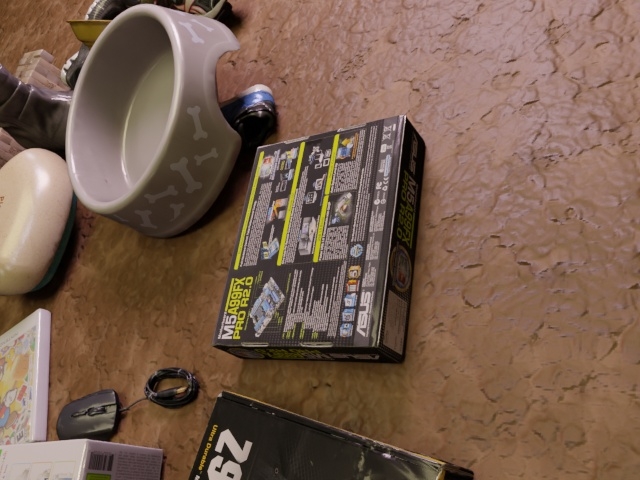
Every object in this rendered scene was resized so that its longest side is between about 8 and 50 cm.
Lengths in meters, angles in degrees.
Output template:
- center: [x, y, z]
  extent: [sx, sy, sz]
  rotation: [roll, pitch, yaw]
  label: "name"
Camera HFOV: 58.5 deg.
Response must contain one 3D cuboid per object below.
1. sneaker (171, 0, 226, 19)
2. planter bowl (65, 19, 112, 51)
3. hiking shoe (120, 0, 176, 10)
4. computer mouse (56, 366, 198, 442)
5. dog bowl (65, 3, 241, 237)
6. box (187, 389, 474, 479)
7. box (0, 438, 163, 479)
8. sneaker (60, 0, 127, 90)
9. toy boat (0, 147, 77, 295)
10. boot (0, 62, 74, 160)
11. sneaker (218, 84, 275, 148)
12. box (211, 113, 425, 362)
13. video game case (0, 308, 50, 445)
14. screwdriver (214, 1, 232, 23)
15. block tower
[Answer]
- center: [-0.219, -0.432, 1.008]
  extent: [0.178, 0.077, 0.071]
  rotation: [2, 61, 51]
  label: "sneaker"
- center: [-0.338, -0.345, 1.034]
  extent: [0.217, 0.217, 0.090]
  rotation: [18, 115, 40]
  label: "planter bowl"
- center: [-0.291, -0.510, 1.104]
  extent: [0.227, 0.114, 0.086]
  rotation: [-39, 50, 12]
  label: "hiking shoe"
- center: [-0.259, 0.214, 0.737]
  extent: [0.242, 0.041, 0.071]
  rotation: [-26, 53, 21]
  label: "computer mouse"
- center: [-0.259, -0.182, 0.849]
  extent: [0.349, 0.102, 0.348]
  rotation: [-9, 77, 40]
  label: "dog bowl"
- center: [-0.033, 0.320, 0.496]
  extent: [0.257, 0.079, 0.321]
  rotation: [5, 69, 39]
  label: "box"
- center: [-0.302, 0.297, 0.672]
  extent: [0.203, 0.114, 0.103]
  rotation: [-14, 60, 29]
  label: "box"
- center: [-0.446, -0.387, 1.164]
  extent: [0.234, 0.078, 0.106]
  rotation: [-53, 56, 20]
  label: "sneaker"
- center: [-0.556, -0.031, 1.031]
  extent: [0.319, 0.148, 0.267]
  rotation: [2, 72, 28]
  label: "toy boat"
- center: [-0.498, -0.250, 1.037]
  extent: [0.339, 0.223, 0.118]
  rotation: [-16, 57, 28]
  label: "boot"
- center: [-0.132, -0.161, 0.838]
  extent: [0.152, 0.058, 0.084]
  rotation: [-26, 45, 14]
  label: "sneaker"
- center: [0.000, 0.000, 0.657]
  extent: [0.217, 0.060, 0.269]
  rotation: [-7, 62, 33]
  label: "box"
- center: [-0.506, 0.250, 0.903]
  extent: [0.206, 0.026, 0.226]
  rotation: [-32, 52, 18]
  label: "video game case"
- center: [-0.215, -0.360, 1.027]
  extent: [0.169, 0.025, 0.024]
  rotation: [-52, 48, -3]
  label: "screwdriver"
- center: [-0.651, -0.242, 1.231]
  extent: [0.091, 0.097, 0.335]
  rotation: [8, 73, 38]
  label: "block tower"
